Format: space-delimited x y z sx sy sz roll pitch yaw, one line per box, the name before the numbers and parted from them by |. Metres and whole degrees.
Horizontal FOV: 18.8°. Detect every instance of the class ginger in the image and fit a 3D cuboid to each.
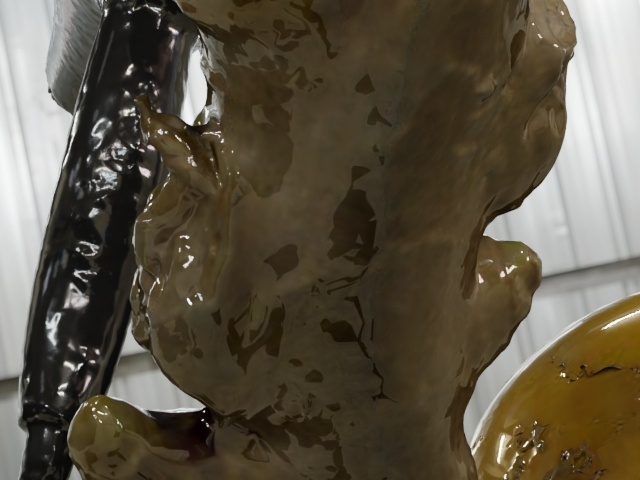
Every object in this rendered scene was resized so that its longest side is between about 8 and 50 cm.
ginger | 0.000 -0.002 0.566 0.166 0.333 0.080 -12 40 -14

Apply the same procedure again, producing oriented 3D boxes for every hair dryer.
hair dryer | -0.086 -0.010 0.689 0.120 0.359 0.304 18 -24 -13

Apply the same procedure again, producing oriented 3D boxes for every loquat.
loquat | 0.174 0.136 0.902 0.235 0.235 0.235 -11 -5 -1
